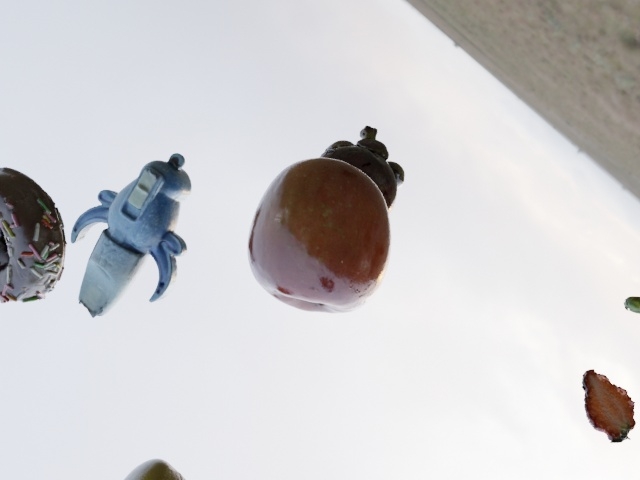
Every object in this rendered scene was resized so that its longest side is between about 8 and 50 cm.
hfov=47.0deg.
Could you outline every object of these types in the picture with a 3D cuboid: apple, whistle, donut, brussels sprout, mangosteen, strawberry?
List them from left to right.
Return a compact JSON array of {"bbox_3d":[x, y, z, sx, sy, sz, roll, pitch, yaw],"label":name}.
[{"bbox_3d":[-0.594,-0.004,1.385,0.270,0.270,0.103,46,-151,15],"label":"donut"},{"bbox_3d":[-0.270,-0.010,1.073,0.180,0.269,0.093,35,-170,14],"label":"whistle"},{"bbox_3d":[0.000,0.000,0.888,0.181,0.181,0.169,28,-114,-34],"label":"apple"},{"bbox_3d":[0.069,-0.102,1.300,0.172,0.184,0.173,48,155,31],"label":"mangosteen"},{"bbox_3d":[0.548,0.318,1.415,0.152,0.103,0.048,63,162,9],"label":"strawberry"},{"bbox_3d":[0.675,0.145,1.529,0.083,0.051,0.046,33,-139,-15],"label":"brussels sprout"}]

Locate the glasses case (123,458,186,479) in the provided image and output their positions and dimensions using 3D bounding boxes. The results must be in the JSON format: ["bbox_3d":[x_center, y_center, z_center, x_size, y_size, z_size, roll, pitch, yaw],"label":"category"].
[{"bbox_3d":[-0.375,0.583,1.388,0.141,0.173,0.371,53,-136,-24],"label":"glasses case"}]
